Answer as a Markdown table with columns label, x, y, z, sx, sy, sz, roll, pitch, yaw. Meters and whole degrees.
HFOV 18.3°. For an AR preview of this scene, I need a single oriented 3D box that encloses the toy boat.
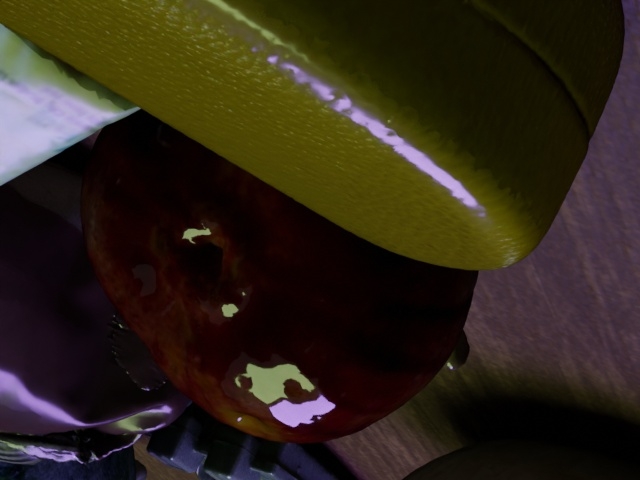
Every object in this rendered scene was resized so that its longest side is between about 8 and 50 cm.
| label | x | y | z | sx | sy | sz | roll | pitch | yaw |
| --- | --- | --- | --- | --- | --- | --- | --- | --- | --- |
| toy boat | -0.040 | 0.236 | 1.823 | 0.141 | 0.092 | 0.319 | 13 | 160 | 32 |

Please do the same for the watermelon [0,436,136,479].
| label | x | y | z | sx | sy | sz | roll | pitch | yaw |
| --- | --- | --- | --- | --- | --- | --- | --- | --- | --- |
| watermelon | -0.290 | 0.192 | 1.686 | 0.258 | 0.228 | 0.387 | -13 | 153 | 10 |

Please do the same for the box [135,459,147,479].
| label | x | y | z | sx | sy | sz | roll | pitch | yaw |
| --- | --- | --- | --- | --- | --- | --- | --- | --- | --- |
| box | -0.398 | 0.261 | 1.853 | 0.344 | 0.352 | 0.177 | 31 | 124 | 6 |

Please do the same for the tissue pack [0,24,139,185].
| label | x | y | z | sx | sy | sz | roll | pitch | yaw |
| --- | --- | --- | --- | --- | --- | --- | --- | --- | --- |
| tissue pack | -0.313 | -0.097 | 0.914 | 0.388 | 0.162 | 0.287 | -27 | 134 | 30 |

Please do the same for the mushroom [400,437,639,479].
| label | x | y | z | sx | sy | sz | roll | pitch | yaw |
| --- | --- | --- | --- | --- | --- | --- | --- | --- | --- |
| mushroom | 0.187 | 0.291 | 1.452 | 0.352 | 0.260 | 0.352 | 18 | 165 | 5 |

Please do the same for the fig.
| label | x | y | z | sx | sy | sz | roll | pitch | yaw |
| --- | --- | --- | --- | --- | --- | --- | --- | --- | --- |
| fig | 0.004 | -0.012 | 1.020 | 0.203 | 0.186 | 0.249 | 37 | -151 | 17 |

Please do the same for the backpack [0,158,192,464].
| label | x | y | z | sx | sy | sz | roll | pitch | yaw |
| --- | --- | --- | --- | --- | --- | --- | --- | --- | --- |
| backpack | -0.260 | 0.030 | 1.345 | 0.283 | 0.197 | 0.317 | 34 | 159 | -36 |

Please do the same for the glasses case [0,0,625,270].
| label | x | y | z | sx | sy | sz | roll | pitch | yaw |
| --- | --- | --- | --- | --- | --- | --- | --- | --- | --- |
| glasses case | -0.037 | -0.128 | 0.740 | 0.371 | 0.141 | 0.173 | 30 | 167 | -25 |
